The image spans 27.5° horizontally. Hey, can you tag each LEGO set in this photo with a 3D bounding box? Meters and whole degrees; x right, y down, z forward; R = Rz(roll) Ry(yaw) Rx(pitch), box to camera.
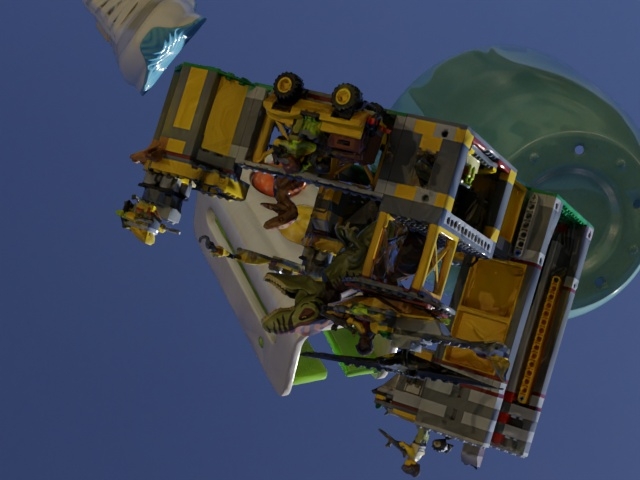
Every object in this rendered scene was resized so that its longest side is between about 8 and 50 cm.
[{"bbox_3d":[0.023,0.036,0.812,0.255,0.331,0.192,15,-95,20],"label":"LEGO set"}]

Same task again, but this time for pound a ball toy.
[{"bbox_3d":[0.000,0.000,1.416,0.208,0.135,0.319,-7,-136,-25],"label":"pound a ball toy"}]

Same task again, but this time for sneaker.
[{"bbox_3d":[-0.157,-0.190,1.103,0.092,0.087,0.228,39,-173,-19],"label":"sneaker"}]

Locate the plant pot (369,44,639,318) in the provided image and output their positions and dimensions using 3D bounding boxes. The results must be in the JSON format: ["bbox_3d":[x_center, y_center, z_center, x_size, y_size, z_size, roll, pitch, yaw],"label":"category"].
[{"bbox_3d":[0.218,-0.047,1.364,0.293,0.293,0.235,-5,-165,-9],"label":"plant pot"}]
